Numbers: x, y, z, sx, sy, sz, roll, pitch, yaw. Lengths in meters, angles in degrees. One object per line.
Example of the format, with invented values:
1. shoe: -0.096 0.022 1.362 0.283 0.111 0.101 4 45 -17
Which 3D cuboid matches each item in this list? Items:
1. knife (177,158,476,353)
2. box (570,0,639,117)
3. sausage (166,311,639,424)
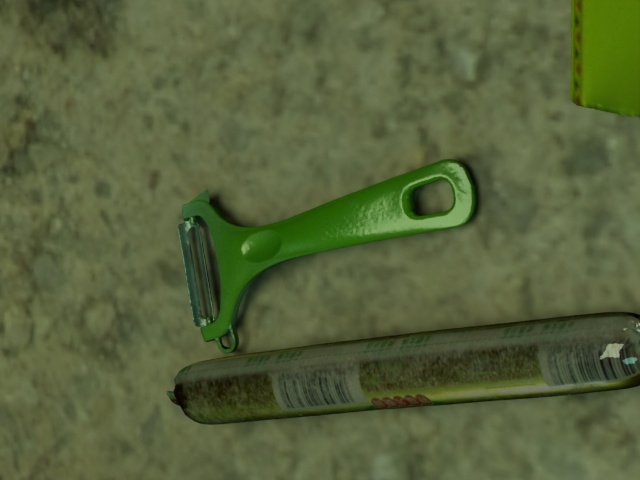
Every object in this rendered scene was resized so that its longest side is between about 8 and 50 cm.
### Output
1. knife: -0.002 0.000 0.799 0.166 0.023 0.078 -17 84 37
2. box: 0.232 -0.105 0.566 0.335 0.047 0.187 17 122 37
3. sausage: 0.033 0.057 0.762 0.269 0.033 0.032 -9 83 37
